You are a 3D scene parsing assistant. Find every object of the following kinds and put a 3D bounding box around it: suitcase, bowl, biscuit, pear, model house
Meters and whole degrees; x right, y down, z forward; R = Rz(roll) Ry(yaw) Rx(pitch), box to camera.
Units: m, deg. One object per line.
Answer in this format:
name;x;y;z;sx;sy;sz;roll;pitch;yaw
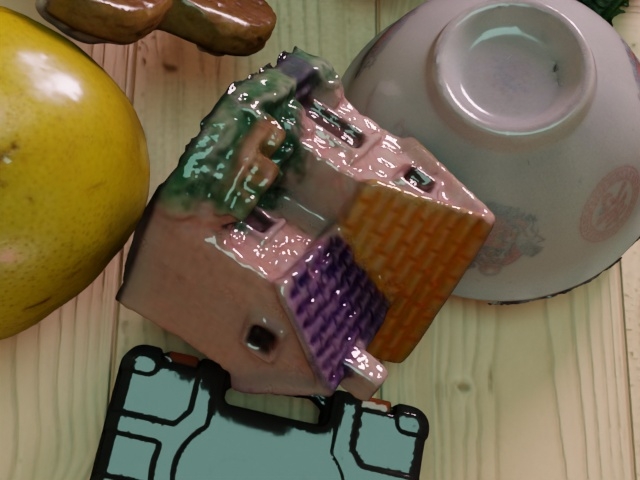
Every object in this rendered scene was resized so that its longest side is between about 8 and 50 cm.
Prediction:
suitcase;-0.056;0.218;0.966;0.285;0.066;0.206;14;71;-6
bowl;0.171;-0.126;1.032;0.345;0.157;0.345;-1;69;3
biscuit;-0.221;-0.314;1.043;0.283;0.064;0.432;-3;47;-46
pear;-0.300;-0.044;0.876;0.285;0.285;0.336;41;45;4
model house;0.000;0.000;0.924;0.237;0.202;0.237;34;31;5

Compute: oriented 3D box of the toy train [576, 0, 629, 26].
toy train;0.277;-0.358;1.156;0.188;0.159;0.271;-43;86;-14
